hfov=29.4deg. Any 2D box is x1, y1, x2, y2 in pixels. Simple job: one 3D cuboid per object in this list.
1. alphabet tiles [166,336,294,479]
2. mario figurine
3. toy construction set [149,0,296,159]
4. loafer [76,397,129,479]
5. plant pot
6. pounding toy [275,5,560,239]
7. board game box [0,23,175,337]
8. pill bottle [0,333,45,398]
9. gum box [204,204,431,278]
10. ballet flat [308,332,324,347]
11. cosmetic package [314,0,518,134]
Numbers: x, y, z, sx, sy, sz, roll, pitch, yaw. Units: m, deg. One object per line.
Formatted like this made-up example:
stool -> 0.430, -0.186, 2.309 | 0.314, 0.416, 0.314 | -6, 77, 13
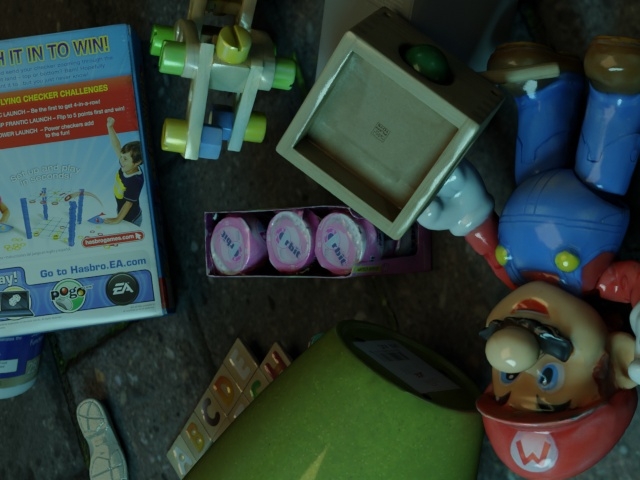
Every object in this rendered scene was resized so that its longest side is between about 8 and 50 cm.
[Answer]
alphabet tiles -> -0.061, 0.220, 1.205 | 0.198, 0.009, 0.237 | 53, 130, 27
mario figurine -> 0.164, 0.013, 0.877 | 0.198, 0.170, 0.321 | 172, 102, -77
toy construction set -> -0.062, -0.246, 1.072 | 0.328, 0.151, 0.215 | -59, 24, 28
loafer -> -0.239, 0.237, 1.372 | 0.045, 0.039, 0.125 | -18, 82, 9
plant pot -> 0.006, 0.222, 0.988 | 0.275, 0.274, 0.294 | 37, 107, 35
pounding toy -> 0.070, -0.093, 0.862 | 0.130, 0.100, 0.141 | 37, 123, 5
board game box -> -0.323, -0.051, 1.271 | 0.308, 0.086, 0.302 | -7, 87, 1
pill bottle -> -0.385, 0.037, 1.410 | 0.153, 0.153, 0.265 | 26, 110, 39
gum box -> 0.000, 0.000, 1.078 | 0.188, 0.107, 0.062 | -1, 92, 43
ballet flat -> 0.018, 0.140, 1.121 | 0.041, 0.041, 0.114 | -48, 61, 34
cosmetic package -> 0.078, -0.184, 0.938 | 0.107, 0.127, 0.238 | 42, 137, 33
